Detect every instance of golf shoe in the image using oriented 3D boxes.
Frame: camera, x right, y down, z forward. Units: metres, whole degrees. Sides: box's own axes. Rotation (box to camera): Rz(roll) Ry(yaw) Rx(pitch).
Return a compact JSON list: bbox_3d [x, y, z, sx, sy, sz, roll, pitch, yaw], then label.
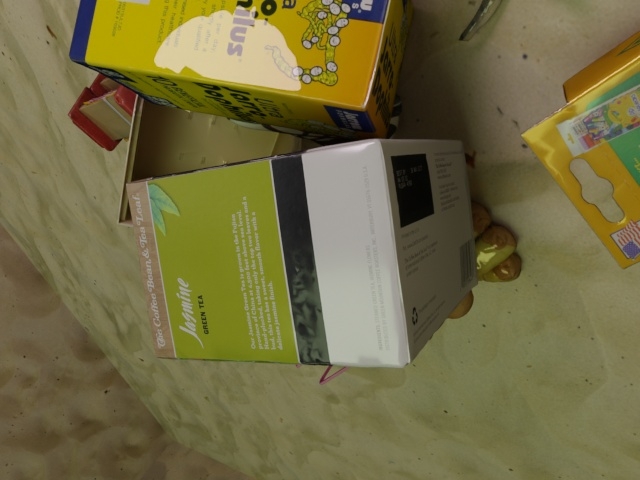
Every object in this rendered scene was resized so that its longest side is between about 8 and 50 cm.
[{"bbox_3d":[-0.014,-0.184,0.824,0.272,0.105,0.120,2,146,8],"label":"golf shoe"}]

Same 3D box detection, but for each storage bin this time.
[{"bbox_3d":[-0.195,-0.137,0.936,0.262,0.123,0.260,9,135,-20],"label":"storage bin"}]

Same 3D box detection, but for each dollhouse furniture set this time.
[{"bbox_3d":[-0.292,-0.197,1.105,0.201,0.152,0.374,-1,145,40],"label":"dollhouse furniture set"}]

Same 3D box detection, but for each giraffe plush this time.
[{"bbox_3d":[0.204,0.062,0.887,0.181,0.170,0.210,44,143,-6],"label":"giraffe plush"}]

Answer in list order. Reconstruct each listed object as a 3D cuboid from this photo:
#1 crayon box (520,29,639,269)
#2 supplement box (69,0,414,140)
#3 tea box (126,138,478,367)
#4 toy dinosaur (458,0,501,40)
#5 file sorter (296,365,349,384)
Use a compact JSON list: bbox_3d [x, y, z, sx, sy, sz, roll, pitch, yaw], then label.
[{"bbox_3d":[0.394,-0.134,0.525,0.323,0.083,0.203,-34,103,33],"label":"crayon box"},{"bbox_3d":[-0.081,-0.257,0.666,0.356,0.195,0.194,12,-179,13],"label":"supplement box"},{"bbox_3d":[0.000,0.000,0.694,0.323,0.329,0.220,-4,97,29],"label":"tea box"},{"bbox_3d":[0.217,-0.334,0.571,0.118,0.064,0.268,26,143,29],"label":"toy dinosaur"},{"bbox_3d":[-0.031,0.142,1.162,0.290,0.182,0.202,40,143,0],"label":"file sorter"}]
